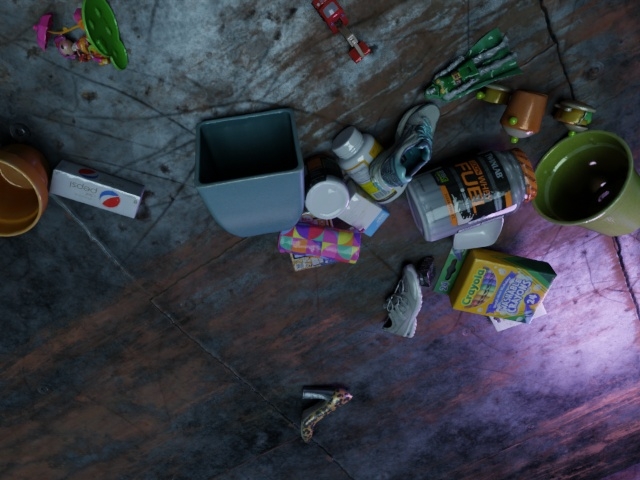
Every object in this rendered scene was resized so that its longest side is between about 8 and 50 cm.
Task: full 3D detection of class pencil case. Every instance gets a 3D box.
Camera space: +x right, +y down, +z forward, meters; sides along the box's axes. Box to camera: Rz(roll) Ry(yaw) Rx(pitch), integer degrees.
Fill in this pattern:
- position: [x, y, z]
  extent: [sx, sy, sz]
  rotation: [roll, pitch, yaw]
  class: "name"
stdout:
- position: [0.000, 0.000, 1.381]
  extent: [0.237, 0.104, 0.104]
  rotation: [7, 121, -2]
  class: "pencil case"

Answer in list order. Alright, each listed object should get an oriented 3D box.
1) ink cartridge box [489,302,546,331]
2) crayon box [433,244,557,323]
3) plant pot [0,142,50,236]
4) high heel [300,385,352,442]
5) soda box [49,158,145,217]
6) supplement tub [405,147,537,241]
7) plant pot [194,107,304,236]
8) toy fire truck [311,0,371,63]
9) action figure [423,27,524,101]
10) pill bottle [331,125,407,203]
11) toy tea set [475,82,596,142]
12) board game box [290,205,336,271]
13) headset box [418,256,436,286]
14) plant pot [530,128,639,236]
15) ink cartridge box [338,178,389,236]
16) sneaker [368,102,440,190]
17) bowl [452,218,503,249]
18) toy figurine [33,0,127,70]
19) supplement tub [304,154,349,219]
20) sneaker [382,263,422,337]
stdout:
- position: [0.676, 0.232, 1.728]
  extent: [0.179, 0.045, 0.145]
  rotation: [-24, 123, 19]
  class: "ink cartridge box"
- position: [0.555, 0.141, 1.598]
  extent: [0.323, 0.083, 0.203]
  rotation: [12, 120, -4]
  class: "crayon box"
- position: [-0.759, -0.144, 1.211]
  extent: [0.205, 0.188, 0.205]
  rotation: [-4, 122, -6]
  class: "plant pot"
- position: [0.020, 0.665, 1.870]
  extent: [0.186, 0.093, 0.261]
  rotation: [3, 113, -2]
  class: "high heel"
- position: [-0.585, -0.135, 1.310]
  extent: [0.216, 0.069, 0.073]
  rotation: [19, 118, -17]
  class: "soda box"
- position: [0.409, -0.131, 1.369]
  extent: [0.316, 0.193, 0.193]
  rotation: [-20, 122, 4]
  class: "supplement tub"
- position: [-0.162, -0.146, 1.264]
  extent: [0.248, 0.247, 0.252]
  rotation: [-10, 139, -1]
  class: "plant pot"
- position: [0.052, -0.483, 1.135]
  extent: [0.047, 0.192, 0.135]
  rotation: [-38, 91, 14]
  class: "toy fire truck"
- position: [0.367, -0.419, 1.243]
  extent: [0.232, 0.137, 0.063]
  rotation: [-28, 166, 15]
  class: "action figure"
- position: [0.130, -0.204, 1.331]
  extent: [0.117, 0.117, 0.215]
  rotation: [-41, 118, 17]
  class: "pill bottle"
- position: [0.567, -0.311, 1.279]
  extent: [0.336, 0.200, 0.124]
  rotation: [6, 114, -17]
  class: "toy tea set"
- position: [-0.029, -0.009, 1.474]
  extent: [0.147, 0.045, 0.193]
  rotation: [-12, 122, 1]
  class: "board game box"
- position: [0.341, 0.097, 1.574]
  extent: [0.032, 0.083, 0.062]
  rotation: [6, 129, 32]
  class: "headset box"
- position: [0.786, -0.133, 1.401]
  extent: [0.254, 0.276, 0.276]
  rotation: [21, 117, -33]
  class: "plant pot"
- position: [0.106, -0.097, 1.410]
  extent: [0.143, 0.092, 0.090]
  rotation: [30, 114, -24]
  class: "ink cartridge box"
- position: [0.247, -0.239, 1.262]
  extent: [0.110, 0.122, 0.283]
  rotation: [42, 70, -27]
  class: "sneaker"
- position: [0.467, -0.039, 1.501]
  extent: [0.142, 0.053, 0.142]
  rotation: [-8, 143, -3]
  class: "bowl"
- position: [-0.547, -0.452, 1.112]
  extent: [0.159, 0.130, 0.173]
  rotation: [-3, 148, 10]
  class: "toy figurine"
- position: [0.007, -0.147, 1.307]
  extent: [0.117, 0.190, 0.116]
  rotation: [-3, 122, -5]
  class: "supplement tub"
- position: [0.261, 0.204, 1.612]
  extent: [0.116, 0.105, 0.281]
  rotation: [2, 119, -1]
  class: "sneaker"
